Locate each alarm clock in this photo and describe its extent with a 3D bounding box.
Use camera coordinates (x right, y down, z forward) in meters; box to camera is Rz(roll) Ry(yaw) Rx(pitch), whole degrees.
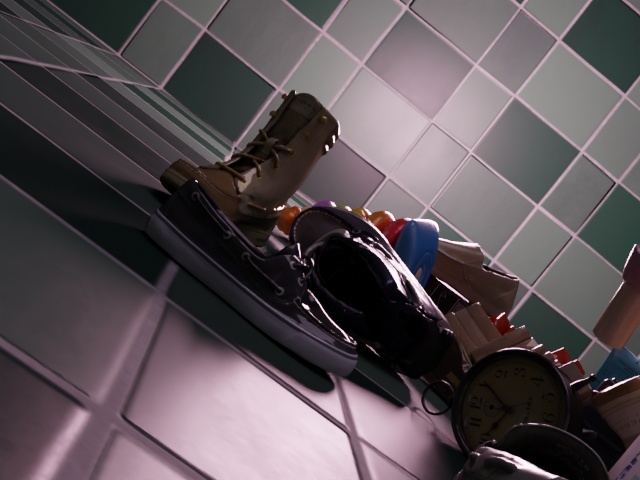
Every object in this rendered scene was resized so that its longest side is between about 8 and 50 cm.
[{"bbox_3d":[0.190,0.180,0.926,0.192,0.129,0.064,7,-19,37],"label":"alarm clock"}]

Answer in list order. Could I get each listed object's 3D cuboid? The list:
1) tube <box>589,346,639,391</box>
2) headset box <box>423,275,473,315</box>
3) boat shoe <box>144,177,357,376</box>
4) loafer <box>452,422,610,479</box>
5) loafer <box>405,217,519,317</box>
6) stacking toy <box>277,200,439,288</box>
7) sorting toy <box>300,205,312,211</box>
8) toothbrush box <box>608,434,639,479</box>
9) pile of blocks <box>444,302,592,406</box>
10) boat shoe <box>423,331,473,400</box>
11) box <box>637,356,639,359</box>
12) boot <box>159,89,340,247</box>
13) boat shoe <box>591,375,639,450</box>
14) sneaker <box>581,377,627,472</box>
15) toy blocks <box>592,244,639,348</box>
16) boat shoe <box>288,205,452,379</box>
[{"bbox_3d":[0.407,0.254,1.314,0.080,0.207,0.052,41,6,25],"label":"tube"},{"bbox_3d":[0.275,0.182,1.640,0.293,0.110,0.218,39,5,16],"label":"headset box"},{"bbox_3d":[-0.048,0.029,0.791,0.228,0.076,0.080,38,4,4],"label":"boat shoe"},{"bbox_3d":[0.132,0.170,0.538,0.112,0.111,0.319,39,4,14],"label":"loafer"},{"bbox_3d":[0.245,0.036,1.587,0.268,0.092,0.102,36,7,-7],"label":"loafer"},{"bbox_3d":[0.020,0.001,1.384,0.301,0.175,0.165,24,8,20],"label":"stacking toy"},{"bbox_3d":[0.000,0.000,1.580,0.132,0.046,0.274,39,18,10],"label":"sorting toy"},{"bbox_3d":[0.336,0.248,0.729,0.126,0.216,0.295,39,5,4],"label":"toothbrush box"},{"bbox_3d":[0.278,0.189,1.173,0.362,0.112,0.149,-128,-165,-71],"label":"pile of blocks"},{"bbox_3d":[0.181,0.188,1.181,0.072,0.068,0.190,53,4,-46],"label":"boat shoe"},{"bbox_3d":[0.641,0.358,1.419,0.296,0.182,0.294,44,-35,50],"label":"box"},{"bbox_3d":[-0.077,-0.104,1.101,0.095,0.203,0.262,39,3,22],"label":"boot"},{"bbox_3d":[0.451,0.226,1.120,0.302,0.109,0.098,9,53,-48],"label":"boat shoe"},{"bbox_3d":[0.345,0.241,1.260,0.226,0.163,0.086,39,6,36],"label":"sneaker"},{"bbox_3d":[0.537,0.096,0.984,0.288,0.260,0.309,13,25,-30],"label":"toy blocks"},{"bbox_3d":[0.029,0.023,1.127,0.158,0.127,0.340,44,-1,-43],"label":"boat shoe"}]
